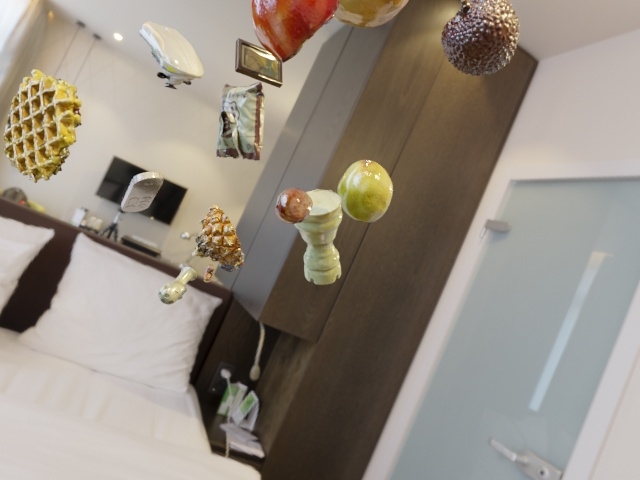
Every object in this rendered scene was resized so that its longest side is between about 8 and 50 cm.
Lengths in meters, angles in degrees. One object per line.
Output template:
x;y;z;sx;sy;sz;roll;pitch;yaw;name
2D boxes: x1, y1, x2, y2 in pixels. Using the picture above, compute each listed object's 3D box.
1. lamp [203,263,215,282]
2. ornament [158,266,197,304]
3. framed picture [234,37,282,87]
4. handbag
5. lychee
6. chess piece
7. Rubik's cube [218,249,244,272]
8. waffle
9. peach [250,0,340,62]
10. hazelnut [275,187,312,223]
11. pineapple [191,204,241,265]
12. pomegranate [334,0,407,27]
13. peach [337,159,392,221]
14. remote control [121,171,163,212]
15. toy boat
-0.385;0.110;1.653;0.031;0.063;0.083;29;-5;-22;lamp
-0.503;0.164;1.687;0.075;0.156;0.081;-20;-67;35;ornament
-0.207;-0.600;1.627;0.168;0.128;0.023;11;-25;-32;framed picture
-0.249;-0.368;1.477;0.127;0.235;0.213;-1;12;-45;handbag
0.591;-0.757;1.772;0.304;0.276;0.275;48;-15;-29;lychee
0.000;0.000;2.291;0.234;0.234;0.442;22;-46;33;chess piece
-0.354;0.072;1.906;0.111;0.093;0.111;8;-42;7;Rubik's cube
-1.007;-0.409;1.728;0.379;0.382;0.095;30;9;26;waffle
-0.067;-0.700;1.438;0.281;0.338;0.281;5;10;-1;peach
-0.102;-0.137;1.892;0.143;0.154;0.143;20;-44;21;hazelnut
-0.378;0.008;1.733;0.164;0.250;0.140;-19;21;-32;pineapple
0.137;-0.970;1.756;0.410;0.410;0.410;24;-4;2;pomegranate
0.234;-0.260;2.561;0.314;0.281;0.315;42;-45;8;peach
-0.482;-0.126;1.289;0.077;0.022;0.245;-11;-11;-34;remote control
-0.445;-0.542;1.431;0.269;0.141;0.141;62;14;25;toy boat
